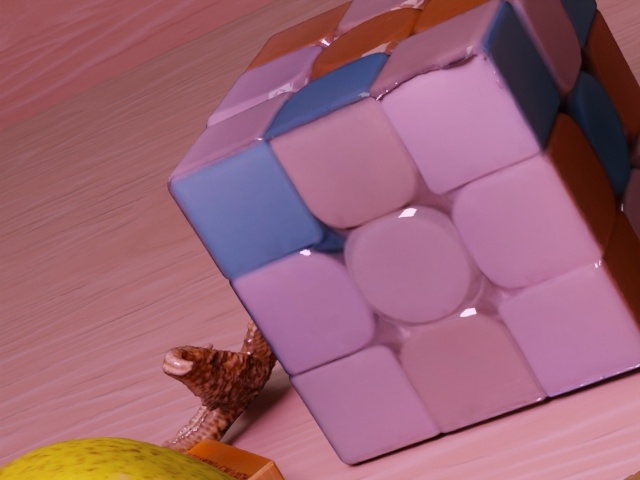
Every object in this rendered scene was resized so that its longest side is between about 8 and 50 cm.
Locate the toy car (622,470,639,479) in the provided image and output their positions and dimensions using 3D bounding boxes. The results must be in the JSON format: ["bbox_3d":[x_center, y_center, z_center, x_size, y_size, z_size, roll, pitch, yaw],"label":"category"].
[{"bbox_3d":[0.258,0.211,1.353,0.256,0.124,0.101,-23,19,19],"label":"toy car"}]

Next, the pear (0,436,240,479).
[{"bbox_3d":[-0.135,0.317,1.354,0.391,0.391,0.391,-27,19,10],"label":"pear"}]

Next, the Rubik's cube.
[{"bbox_3d":[0.120,-0.051,1.888,0.347,0.347,0.344,-20,21,27],"label":"Rubik's cube"}]

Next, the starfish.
[{"bbox_3d":[-0.095,0.122,2.059,0.375,0.094,0.327,-59,-3,-21],"label":"starfish"}]

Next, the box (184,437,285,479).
[{"bbox_3d":[-0.151,0.289,1.863,0.237,0.070,0.152,-40,21,-21],"label":"box"}]
